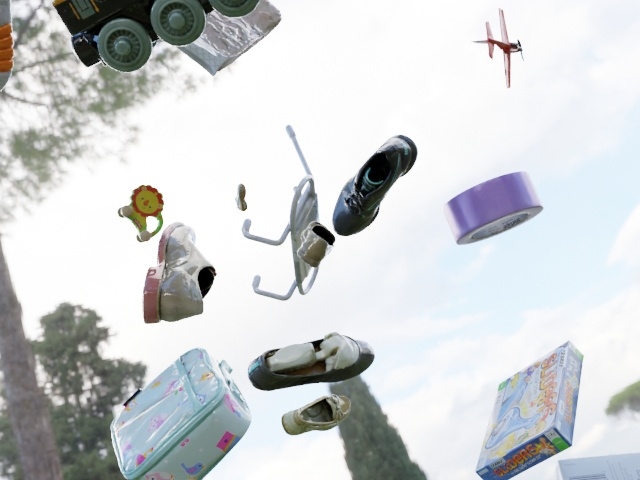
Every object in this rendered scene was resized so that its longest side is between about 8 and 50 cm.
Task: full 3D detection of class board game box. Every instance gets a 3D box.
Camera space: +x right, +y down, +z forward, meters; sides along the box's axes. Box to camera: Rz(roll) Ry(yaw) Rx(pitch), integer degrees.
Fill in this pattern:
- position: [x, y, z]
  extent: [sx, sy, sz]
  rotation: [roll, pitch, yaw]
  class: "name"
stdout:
- position: [0.287, 0.232, 1.147]
  extent: [0.136, 0.035, 0.201]
  rotation: [-41, 6, 32]
  class: "board game box"

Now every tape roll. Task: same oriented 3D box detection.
- position: [0.348, -0.063, 1.711]
  extent: [0.189, 0.080, 0.189]
  rotation: [-19, -13, -5]
  class: "tape roll"

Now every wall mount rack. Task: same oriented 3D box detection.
- position: [-0.060, -0.055, 1.784]
  extent: [0.130, 0.304, 0.350]
  rotation: [16, -34, 14]
  class: "wall mount rack"

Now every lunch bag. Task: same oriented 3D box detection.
- position: [-0.229, 0.290, 1.389]
  extent: [0.224, 0.279, 0.108]
  rotation: [-45, -70, -6]
  class: "lunch bag"

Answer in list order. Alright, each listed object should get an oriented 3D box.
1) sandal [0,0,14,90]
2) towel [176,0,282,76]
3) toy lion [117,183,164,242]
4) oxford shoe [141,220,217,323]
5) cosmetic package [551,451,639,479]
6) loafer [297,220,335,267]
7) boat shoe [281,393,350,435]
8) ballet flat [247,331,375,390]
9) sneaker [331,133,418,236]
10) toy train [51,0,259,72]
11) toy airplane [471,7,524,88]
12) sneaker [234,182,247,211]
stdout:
- position: [-0.588, -0.378, 1.475]
  extent: [0.102, 0.076, 0.265]
  rotation: [4, -78, -35]
  class: "sandal"
- position: [-0.259, -0.451, 1.531]
  extent: [0.332, 0.053, 0.317]
  rotation: [37, -22, -17]
  class: "towel"
- position: [-0.351, -0.059, 1.702]
  extent: [0.096, 0.100, 0.034]
  rotation: [-41, 14, -28]
  class: "toy lion"
- position: [-0.271, 0.067, 1.714]
  extent: [0.130, 0.348, 0.123]
  rotation: [3, -61, -2]
  class: "oxford shoe"
- position: [0.478, 0.474, 1.424]
  extent: [0.151, 0.151, 0.184]
  rotation: [-5, -44, -1]
  class: "cosmetic package"
- position: [0.000, 0.000, 1.357]
  extent: [0.056, 0.148, 0.050]
  rotation: [38, -72, -10]
  class: "loafer"
- position: [0.003, 0.290, 1.422]
  extent: [0.153, 0.056, 0.048]
  rotation: [-1, -26, -44]
  class: "boat shoe"
- position: [-0.005, 0.234, 1.656]
  extent: [0.280, 0.095, 0.096]
  rotation: [-11, -33, -26]
  class: "ballet flat"
- position: [0.092, -0.110, 1.751]
  extent: [0.267, 0.101, 0.106]
  rotation: [-56, -14, 29]
  class: "sneaker"
- position: [-0.225, -0.373, 1.190]
  extent: [0.334, 0.142, 0.190]
  rotation: [-24, -64, 9]
  class: "toy train"
- position: [0.324, -0.353, 1.518]
  extent: [0.151, 0.151, 0.028]
  rotation: [7, -10, -44]
  class: "toy airplane"
- position: [-0.229, -0.122, 2.374]
  extent: [0.032, 0.037, 0.083]
  rotation: [-22, -61, -43]
  class: "sneaker"
